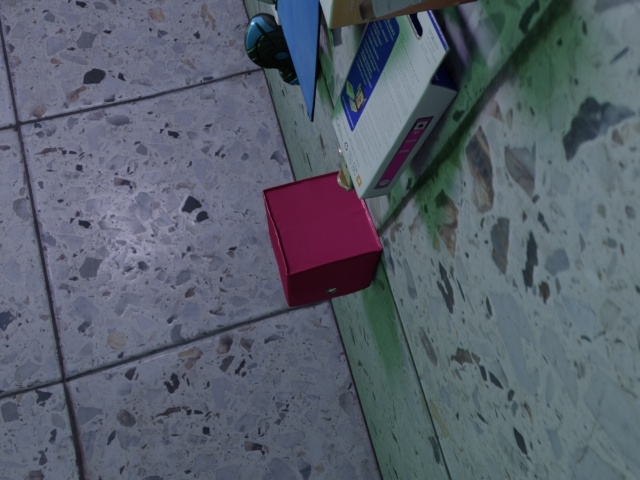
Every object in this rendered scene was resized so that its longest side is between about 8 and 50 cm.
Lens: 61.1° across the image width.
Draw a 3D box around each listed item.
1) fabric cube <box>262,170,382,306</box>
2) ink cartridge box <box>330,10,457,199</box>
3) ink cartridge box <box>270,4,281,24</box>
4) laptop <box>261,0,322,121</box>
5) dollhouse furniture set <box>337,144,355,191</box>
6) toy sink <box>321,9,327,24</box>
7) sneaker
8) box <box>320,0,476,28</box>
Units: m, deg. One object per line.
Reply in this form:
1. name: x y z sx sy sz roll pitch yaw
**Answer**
1. fabric cube: 0.000 0.000 1.474 0.258 0.254 0.259 95 159 -65
2. ink cartridge box: 0.105 -0.223 0.806 0.371 0.069 0.176 114 141 -65
3. ink cartridge box: -0.069 -0.653 1.167 0.289 0.121 0.211 99 155 -72
4. laptop: -0.161 -0.434 0.877 0.382 0.407 0.236 102 -174 -77
5. dollhouse furniture set: 0.069 -0.219 1.078 0.182 0.101 0.161 88 165 -61
6. toy sink: -0.001 -0.496 0.940 0.234 0.131 0.153 148 106 -85
7. sneaker: -0.107 -0.523 1.424 0.341 0.125 0.140 11 -108 -73
8. box: 0.082 -0.299 0.530 0.130 0.170 0.091 96 159 -71
